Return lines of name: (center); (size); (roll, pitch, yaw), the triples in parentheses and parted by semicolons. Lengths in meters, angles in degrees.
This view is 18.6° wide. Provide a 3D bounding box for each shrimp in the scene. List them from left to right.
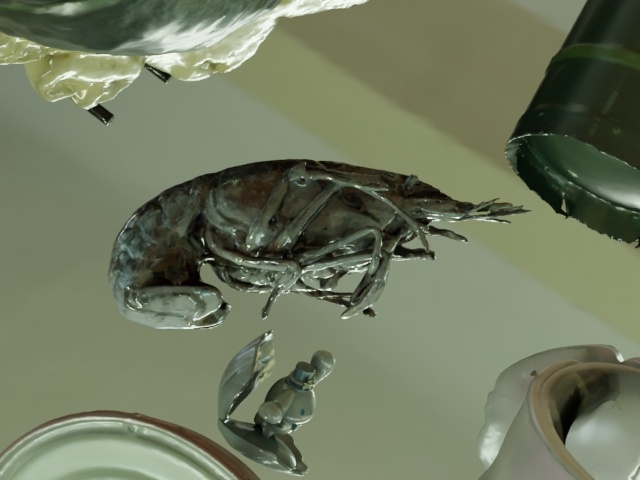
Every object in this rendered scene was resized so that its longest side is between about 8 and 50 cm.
shrimp: (0.000, 0.000, 0.754); (0.165, 0.056, 0.065); (-3, -107, 3)

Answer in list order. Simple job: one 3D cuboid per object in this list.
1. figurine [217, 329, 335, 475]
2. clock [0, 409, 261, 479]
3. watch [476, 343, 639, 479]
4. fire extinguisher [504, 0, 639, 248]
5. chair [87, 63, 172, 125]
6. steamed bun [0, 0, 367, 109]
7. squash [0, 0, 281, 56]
figurine: (-0.032, 0.112, 1.369); (0.082, 0.086, 0.094); (26, -174, 7)
clock: (-0.117, 0.221, 1.231); (0.244, 0.244, 0.056); (27, -157, 11)
watch: (0.195, 0.180, 1.345); (0.244, 0.196, 0.231); (32, -149, 18)
fire extinguisher: (0.185, -0.137, 0.853); (0.118, 0.093, 0.294); (32, -108, -6)
chair: (-0.229, -0.238, 1.659); (0.260, 0.141, 0.154); (37, -152, 3)
steamed bun: (-0.076, -0.204, 1.207); (0.292, 0.295, 0.137); (-7, -111, -37)
squash: (-0.089, -0.204, 0.871); (0.165, 0.252, 0.252); (5, -163, 37)
